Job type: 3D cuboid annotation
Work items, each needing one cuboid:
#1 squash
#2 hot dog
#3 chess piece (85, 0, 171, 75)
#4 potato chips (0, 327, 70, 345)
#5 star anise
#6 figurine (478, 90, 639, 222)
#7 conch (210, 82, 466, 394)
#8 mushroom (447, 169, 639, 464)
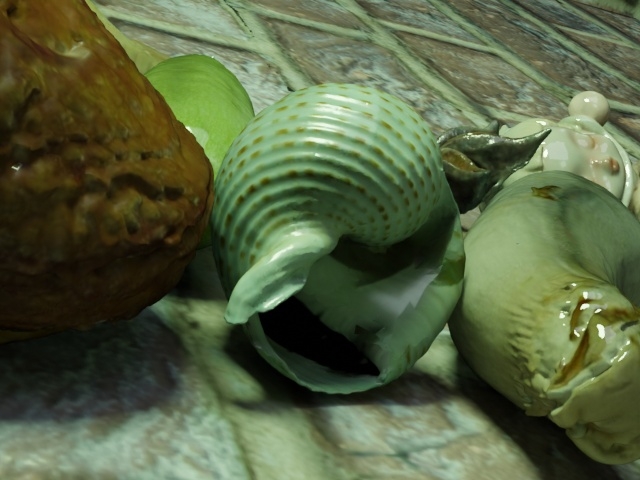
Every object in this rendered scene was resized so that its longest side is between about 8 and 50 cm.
[{"bbox_3d":[-0.105,-0.081,1.082,0.118,0.118,0.370,16,16,-9],"label":"squash"},{"bbox_3d":[-0.221,-0.105,0.772,0.387,0.174,0.267,51,9,-25],"label":"hot dog"},{"bbox_3d":[-0.222,-0.171,1.247,0.301,0.137,0.137,22,14,-34],"label":"chess piece"},{"bbox_3d":[-0.205,0.048,0.757,0.037,0.026,0.204,25,18,37],"label":"potato chips"},{"bbox_3d":[0.094,-0.046,1.148,0.181,0.061,0.204,-14,16,38],"label":"star anise"},{"bbox_3d":[0.245,-0.045,1.257,0.257,0.182,0.144,13,-6,-7],"label":"figurine"},{"bbox_3d":[-0.005,-0.004,0.889,0.200,0.172,0.131,-38,34,-25],"label":"conch"},{"bbox_3d":[0.170,0.041,0.985,0.177,0.126,0.397,30,17,8],"label":"mushroom"}]
